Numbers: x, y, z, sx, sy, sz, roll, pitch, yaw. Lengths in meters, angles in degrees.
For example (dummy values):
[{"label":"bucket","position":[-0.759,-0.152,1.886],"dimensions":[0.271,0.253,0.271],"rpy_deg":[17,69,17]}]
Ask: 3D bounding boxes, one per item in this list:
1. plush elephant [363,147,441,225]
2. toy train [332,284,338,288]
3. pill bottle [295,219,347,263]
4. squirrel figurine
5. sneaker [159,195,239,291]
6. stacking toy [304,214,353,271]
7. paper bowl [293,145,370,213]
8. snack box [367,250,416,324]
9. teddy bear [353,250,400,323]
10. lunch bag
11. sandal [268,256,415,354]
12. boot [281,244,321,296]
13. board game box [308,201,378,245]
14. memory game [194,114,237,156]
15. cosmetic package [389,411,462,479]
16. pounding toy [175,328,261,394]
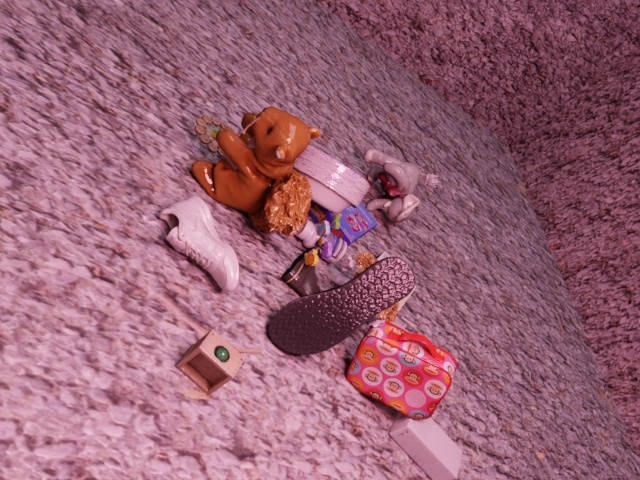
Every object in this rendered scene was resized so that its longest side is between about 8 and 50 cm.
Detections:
[{"label":"plush elephant","position":[0.305,-0.189,2.446],"dimensions":[0.330,0.272,0.255],"rpy_deg":[17,78,6]},{"label":"toy train","position":[0.081,0.220,1.972],"dimensions":[0.036,0.027,0.158],"rpy_deg":[-18,73,-43]},{"label":"pill bottle","position":[0.000,0.000,2.022],"dimensions":[0.169,0.094,0.094],"rpy_deg":[35,37,-23]},{"label":"squirrel figurine","position":[-0.137,-0.211,1.796],"dimensions":[0.281,0.370,0.396],"rpy_deg":[-34,94,-43]},{"label":"sneaker","position":[-0.336,0.023,1.632],"dimensions":[0.152,0.114,0.305],"rpy_deg":[-21,70,-40]},{"label":"stacking toy","position":[0.016,-0.007,1.931],"dimensions":[0.167,0.052,0.221],"rpy_deg":[12,56,-38]},{"label":"paper bowl","position":[0.011,-0.195,1.985],"dimensions":[0.284,0.148,0.284],"rpy_deg":[31,2,-1]},{"label":"snack box","position":[0.219,0.178,2.135],"dimensions":[0.187,0.060,0.322],"rpy_deg":[50,34,1]},{"label":"teddy bear","position":[0.177,0.158,1.897],"dimensions":[0.245,0.113,0.338],"rpy_deg":[53,15,-8]},{"label":"lunch bag","position":[0.244,0.372,1.753],"dimensions":[0.293,0.258,0.120],"rpy_deg":[27,33,9]},{"label":"sandal","position":[0.066,0.196,1.710],"dimensions":[0.107,0.446,0.167],"rpy_deg":[97,-33,-85]},{"label":"boot","position":[-0.031,0.114,1.914],"dimensions":[0.137,0.077,0.198],"rpy_deg":[51,46,-9]},{"label":"board game box","position":[0.039,-0.145,2.217],"dimensions":[0.347,0.078,0.233],"rpy_deg":[53,35,4]},{"label":"memory game","position":[-0.349,-0.357,2.032],"dimensions":[0.186,0.012,0.186],"rpy_deg":[30,39,-28]},{"label":"cosmetic package","position":[0.326,0.625,1.823],"dimensions":[0.231,0.085,0.117],"rpy_deg":[49,34,-6]},{"label":"pounding toy","position":[-0.245,0.286,1.435],"dimensions":[0.130,0.141,0.100],"rpy_deg":[44,34,-9]}]
